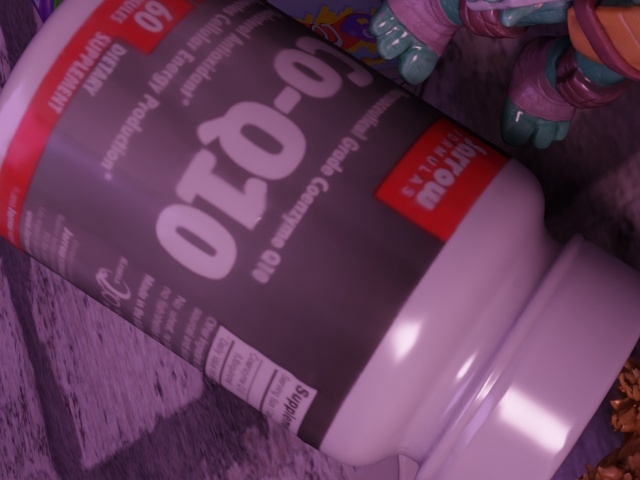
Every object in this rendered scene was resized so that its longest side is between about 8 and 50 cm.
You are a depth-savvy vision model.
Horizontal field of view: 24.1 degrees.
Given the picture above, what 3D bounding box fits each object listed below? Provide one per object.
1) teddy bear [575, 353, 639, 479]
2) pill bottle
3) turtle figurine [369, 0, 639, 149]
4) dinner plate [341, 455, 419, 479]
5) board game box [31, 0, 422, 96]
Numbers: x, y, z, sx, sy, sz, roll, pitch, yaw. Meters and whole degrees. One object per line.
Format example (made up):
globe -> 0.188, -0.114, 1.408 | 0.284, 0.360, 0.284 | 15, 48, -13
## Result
teddy bear -> 0.111, 0.190, 0.604 | 0.338, 0.113, 0.245 | -63, 22, 17
pill bottle -> 0.000, 0.000, 0.688 | 0.283, 0.161, 0.161 | 33, 141, 8
turtle figurine -> 0.122, -0.075, 0.594 | 0.175, 0.118, 0.234 | 47, 167, -21
dinner plate -> 0.035, 0.128, 0.967 | 0.141, 0.017, 0.141 | 39, 135, 56
board game box -> -0.070, -0.134, 0.933 | 0.275, 0.144, 0.142 | 59, 148, 35
